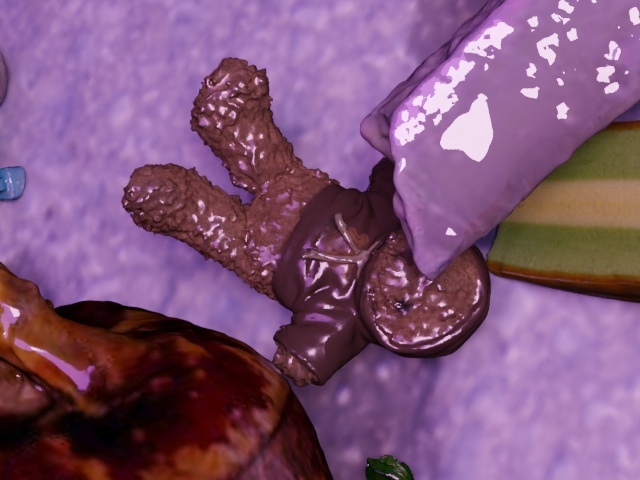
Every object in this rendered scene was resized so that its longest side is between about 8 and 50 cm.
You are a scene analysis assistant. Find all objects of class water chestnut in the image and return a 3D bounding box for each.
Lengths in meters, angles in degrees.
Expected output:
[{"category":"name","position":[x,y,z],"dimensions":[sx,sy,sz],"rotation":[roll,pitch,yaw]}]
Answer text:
[{"category":"water chestnut","position":[-0.106,0.111,0.442],"dimensions":[0.224,0.223,0.238],"rotation":[-21,109,16]}]

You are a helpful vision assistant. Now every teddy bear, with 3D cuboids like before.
[{"category":"teddy bear","position":[-0.003,0.002,0.506],"dimensions":[0.160,0.078,0.119],"rotation":[32,69,8]}]

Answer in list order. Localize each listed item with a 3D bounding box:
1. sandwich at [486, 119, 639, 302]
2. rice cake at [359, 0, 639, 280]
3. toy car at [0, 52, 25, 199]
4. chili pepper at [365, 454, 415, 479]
[{"category":"sandwich","position":[0.140,-0.007,0.483],"dimensions":[0.116,0.074,0.074],"rotation":[3,79,55]},{"category":"rice cake","position":[0.166,-0.144,0.449],"dimensions":[0.399,0.064,0.070],"rotation":[-43,97,2]},{"category":"toy car","position":[-0.247,-0.049,0.590],"dimensions":[0.162,0.126,0.098],"rotation":[-13,92,24]},{"category":"chili pepper","position":[0.024,0.154,0.481],"dimensions":[0.056,0.035,0.117],"rotation":[23,91,9]}]
